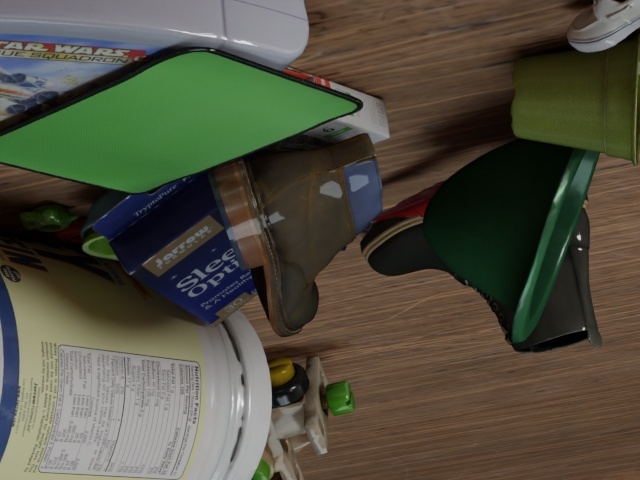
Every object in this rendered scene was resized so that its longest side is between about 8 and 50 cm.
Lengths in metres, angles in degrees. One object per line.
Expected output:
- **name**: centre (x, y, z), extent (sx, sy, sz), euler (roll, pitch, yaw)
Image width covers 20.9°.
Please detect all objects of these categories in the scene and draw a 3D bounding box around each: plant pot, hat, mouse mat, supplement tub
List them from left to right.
- **supplement tub**: centre (-0.218, 0.118, 1.342), extent (0.235, 0.235, 0.325), euler (-20, 160, 37)
- **mouse mat**: centre (-0.089, -0.065, 0.998), extent (0.189, 0.007, 0.152), euler (-20, 160, 34)
- **hat**: centre (0.085, -0.033, 1.224), extent (0.183, 0.173, 0.208), euler (21, 127, 13)
- **plant pot**: centre (0.162, -0.090, 1.097), extent (0.079, 0.083, 0.083), euler (3, 166, 12)

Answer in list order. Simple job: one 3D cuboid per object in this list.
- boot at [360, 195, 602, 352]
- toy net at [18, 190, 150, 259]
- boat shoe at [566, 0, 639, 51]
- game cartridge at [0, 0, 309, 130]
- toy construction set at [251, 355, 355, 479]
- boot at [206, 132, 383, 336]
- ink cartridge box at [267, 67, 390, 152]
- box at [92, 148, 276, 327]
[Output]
- **boot**: centre (0.126, 0.036, 1.387), extent (0.198, 0.137, 0.077), euler (-17, 161, 33)
- **toy net**: centre (-0.120, 0.005, 1.338), extent (0.122, 0.045, 0.232), euler (-17, 162, 29)
- **boat shoe**: centre (0.174, -0.140, 1.000), extent (0.035, 0.035, 0.100), euler (35, 148, -26)
- **game cartridge**: centre (-0.168, -0.101, 0.946), extent (0.297, 0.062, 0.198), euler (1, 166, -26)
- **toy construction set**: centre (-0.051, 0.235, 1.915), extent (0.237, 0.257, 0.309), euler (-23, -178, 9)
- **boot**: centre (0.000, 0.000, 1.163), extent (0.106, 0.082, 0.219), euler (-19, 156, 2)
- **ink cartridge box**: centre (-0.014, -0.080, 1.119), extent (0.063, 0.029, 0.115), euler (-19, 161, 35)
- **box**: centre (-0.065, -0.010, 1.236), extent (0.136, 0.036, 0.225), euler (-36, 159, 4)
